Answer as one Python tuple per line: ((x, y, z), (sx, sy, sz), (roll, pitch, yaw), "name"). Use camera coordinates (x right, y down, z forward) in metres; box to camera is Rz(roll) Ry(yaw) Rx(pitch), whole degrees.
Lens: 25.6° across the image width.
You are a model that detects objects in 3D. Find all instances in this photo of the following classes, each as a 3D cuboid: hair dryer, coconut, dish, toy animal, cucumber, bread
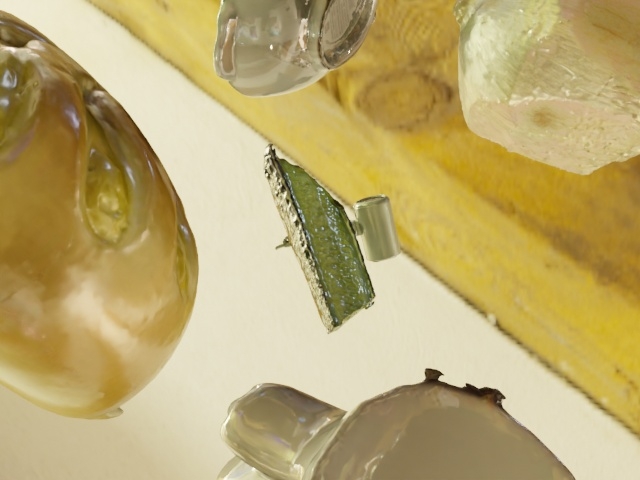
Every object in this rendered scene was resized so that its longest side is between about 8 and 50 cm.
((0.015, -0.002, 1.424), (0.124, 0.038, 0.063), (-14, -80, 0), "hair dryer")
((0.191, -0.145, 1.095), (0.194, 0.194, 0.194), (-3, -121, 5), "coconut")
((-0.004, -0.220, 1.219), (0.078, 0.246, 0.224), (23, -137, 23), "dish")
((-0.008, 0.127, 0.489), (0.131, 0.221, 0.103), (14, -121, -14), "toy animal")
((0.000, 0.000, 1.380), (0.070, 0.046, 0.220), (-1, -124, -31), "cucumber")
((-0.197, -0.042, 0.793), (0.333, 0.333, 0.160), (36, -102, 25), "bread")
